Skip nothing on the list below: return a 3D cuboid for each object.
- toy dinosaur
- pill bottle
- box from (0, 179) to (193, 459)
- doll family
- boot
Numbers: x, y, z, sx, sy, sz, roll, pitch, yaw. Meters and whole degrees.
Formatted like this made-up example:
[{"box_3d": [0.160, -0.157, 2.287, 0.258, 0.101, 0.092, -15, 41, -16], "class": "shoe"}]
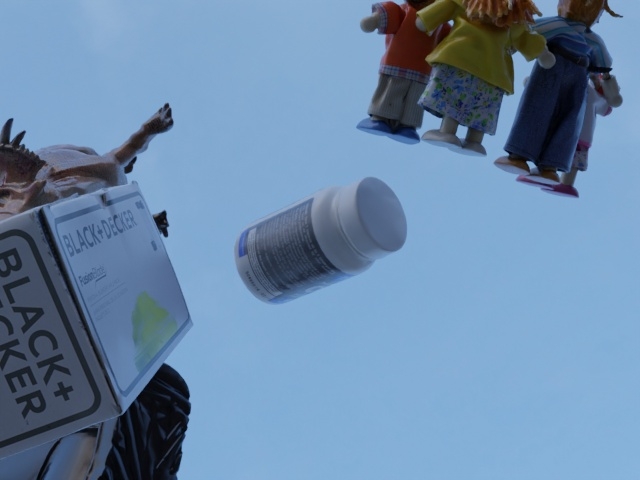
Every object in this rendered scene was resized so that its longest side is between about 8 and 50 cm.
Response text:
[{"box_3d": [-0.258, -0.052, 0.934, 0.200, 0.295, 0.127, -6, -91, -24], "class": "toy dinosaur"}, {"box_3d": [0.000, 0.000, 0.811, 0.137, 0.078, 0.078, -23, -72, 38], "class": "pill bottle"}, {"box_3d": [-0.218, 0.066, 0.449, 0.290, 0.169, 0.087, -21, -84, 3], "class": "box"}, {"box_3d": [0.162, -0.136, 0.755, 0.263, 0.118, 0.163, 15, -91, -27], "class": "doll family"}, {"box_3d": [-0.210, 0.218, 0.746, 0.207, 0.246, 0.094, -23, -49, 35], "class": "boot"}]
